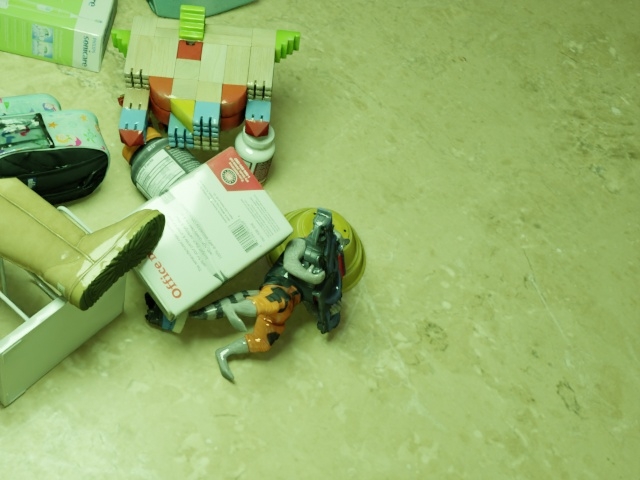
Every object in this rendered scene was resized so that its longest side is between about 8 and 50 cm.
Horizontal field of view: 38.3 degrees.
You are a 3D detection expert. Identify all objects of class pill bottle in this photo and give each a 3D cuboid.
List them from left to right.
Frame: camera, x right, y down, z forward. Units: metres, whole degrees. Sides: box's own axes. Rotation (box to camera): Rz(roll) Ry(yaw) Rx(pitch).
[{"bbox_3d":[-0.291,-0.117,1.851,0.130,0.130,0.246,-33,71,-32],"label":"pill bottle"},{"bbox_3d":[-0.141,-0.179,1.923,0.086,0.152,0.086,8,55,-12],"label":"pill bottle"}]

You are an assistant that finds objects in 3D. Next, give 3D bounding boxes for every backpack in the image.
[{"bbox_3d":[-0.536,-0.162,1.752,0.253,0.225,0.191,-9,65,-26],"label":"backpack"}]

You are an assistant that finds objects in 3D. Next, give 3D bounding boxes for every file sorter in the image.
[{"bbox_3d":[-0.498,0.106,1.602,0.173,0.193,0.277,38,54,13],"label":"file sorter"}]

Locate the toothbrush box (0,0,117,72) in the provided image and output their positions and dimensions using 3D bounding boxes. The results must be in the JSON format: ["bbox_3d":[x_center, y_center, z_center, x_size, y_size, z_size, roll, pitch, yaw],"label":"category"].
[{"bbox_3d":[-0.604,-0.511,2.030,0.283,0.122,0.206,10,54,-9],"label":"toothbrush box"}]

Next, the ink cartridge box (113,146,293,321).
[{"bbox_3d":[-0.220,-0.009,1.687,0.272,0.114,0.197,-35,87,-18],"label":"ink cartridge box"}]

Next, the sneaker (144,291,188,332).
[{"bbox_3d":[-0.286,0.096,1.751,0.084,0.058,0.152,20,60,-14],"label":"sneaker"}]

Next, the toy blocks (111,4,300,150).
[{"bbox_3d":[-0.239,-0.297,1.820,0.381,0.191,0.261,5,62,-4],"label":"toy blocks"}]

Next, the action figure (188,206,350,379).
[{"bbox_3d":[-0.068,0.063,1.693,0.178,0.341,0.330,30,52,26],"label":"action figure"}]

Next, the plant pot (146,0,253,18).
[{"bbox_3d":[-0.320,-0.667,2.156,0.252,0.247,0.248,-30,68,-13],"label":"plant pot"}]

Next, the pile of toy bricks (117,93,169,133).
[{"bbox_3d":[-0.344,-0.296,1.989,0.212,0.118,0.105,-20,25,-16],"label":"pile of toy bricks"}]

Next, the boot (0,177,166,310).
[{"bbox_3d":[-0.432,-0.033,1.549,0.269,0.089,0.236,32,53,15],"label":"boot"}]

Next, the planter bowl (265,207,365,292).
[{"bbox_3d":[0.000,0.000,1.884,0.217,0.090,0.217,8,54,-11],"label":"planter bowl"}]
